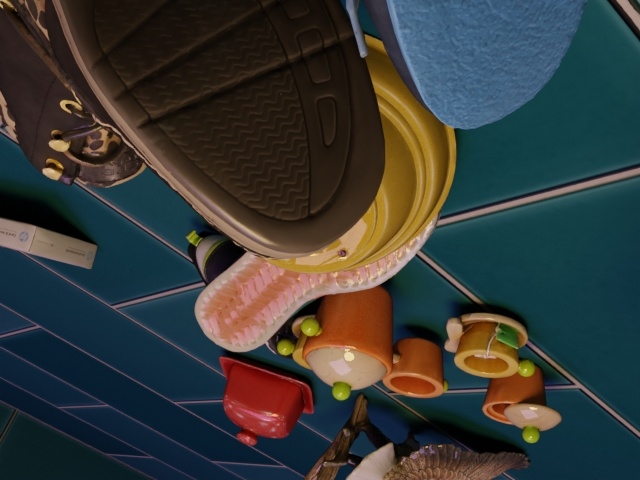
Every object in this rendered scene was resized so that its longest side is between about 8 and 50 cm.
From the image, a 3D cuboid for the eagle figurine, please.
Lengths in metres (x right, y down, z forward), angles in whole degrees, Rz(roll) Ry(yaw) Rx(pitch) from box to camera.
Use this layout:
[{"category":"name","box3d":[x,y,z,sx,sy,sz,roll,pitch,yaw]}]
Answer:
[{"category":"eagle figurine","box3d":[0.153,0.370,1.222,0.298,0.225,0.226,33,142,3]}]

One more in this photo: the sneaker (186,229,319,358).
[{"category":"sneaker","box3d":[-0.081,0.057,0.966,0.097,0.084,0.234,30,163,42]}]

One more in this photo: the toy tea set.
[{"category":"toy tea set","box3d":[0.115,0.156,0.884,0.336,0.124,0.200,13,149,-1]}]

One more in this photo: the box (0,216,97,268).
[{"category":"box","box3d":[-0.415,-0.009,1.053,0.186,0.038,0.145,12,173,16]}]

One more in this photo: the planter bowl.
[{"category":"planter bowl","box3d":[-0.006,-0.042,0.597,0.217,0.090,0.217,3,125,4]}]

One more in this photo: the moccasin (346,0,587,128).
[{"category":"moccasin","box3d":[0.045,-0.212,0.335,0.117,0.138,0.341,50,161,48]}]

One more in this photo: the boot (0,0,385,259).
[{"category":"boot","box3d":[-0.129,-0.113,0.517,0.377,0.138,0.284,48,156,6]}]

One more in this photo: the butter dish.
[{"category":"butter dish","box3d":[-0.101,0.276,1.297,0.160,0.118,0.160,16,151,10]}]

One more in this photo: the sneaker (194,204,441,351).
[{"category":"sneaker","box3d":[0.000,0.000,0.772,0.302,0.121,0.108,-32,101,36]}]
